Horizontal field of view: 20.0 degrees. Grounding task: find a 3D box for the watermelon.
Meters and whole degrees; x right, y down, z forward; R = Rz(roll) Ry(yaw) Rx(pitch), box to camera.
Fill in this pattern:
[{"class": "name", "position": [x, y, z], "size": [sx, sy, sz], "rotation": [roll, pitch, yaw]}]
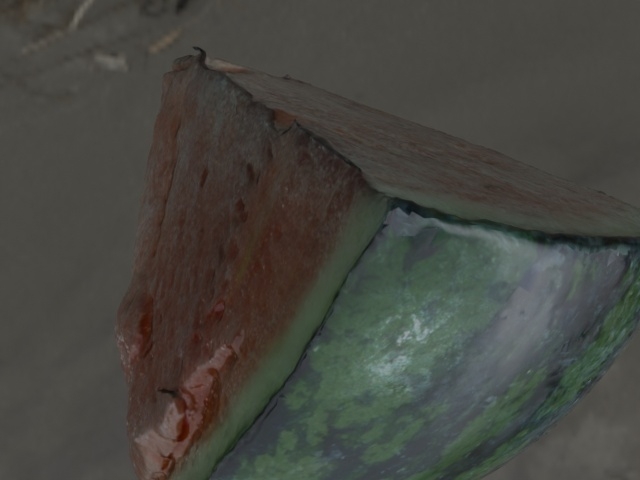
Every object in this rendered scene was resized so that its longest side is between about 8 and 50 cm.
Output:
[{"class": "watermelon", "position": [0.032, 0.029, 0.970], "size": [0.250, 0.293, 0.283], "rotation": [29, 122, -29]}]
